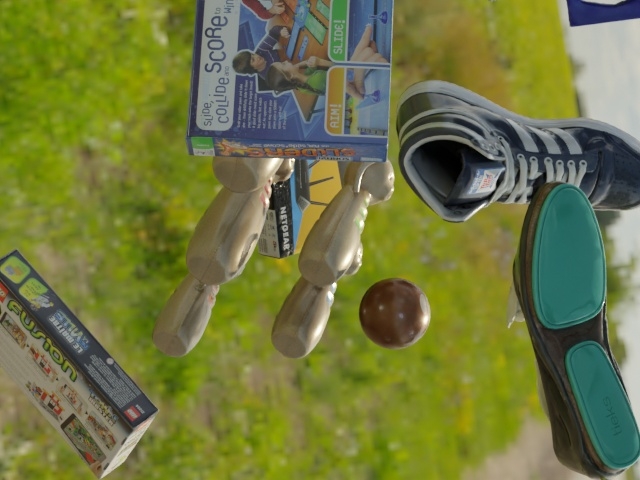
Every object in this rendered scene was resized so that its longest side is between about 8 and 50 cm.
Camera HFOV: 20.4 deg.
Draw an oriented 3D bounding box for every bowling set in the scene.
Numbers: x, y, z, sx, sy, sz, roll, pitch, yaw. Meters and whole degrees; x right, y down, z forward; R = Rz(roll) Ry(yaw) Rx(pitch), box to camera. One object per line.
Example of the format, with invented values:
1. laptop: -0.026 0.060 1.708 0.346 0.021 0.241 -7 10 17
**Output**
1. bowling set: 0.000 0.000 1.375 0.154 0.200 0.287 -63 -179 -41

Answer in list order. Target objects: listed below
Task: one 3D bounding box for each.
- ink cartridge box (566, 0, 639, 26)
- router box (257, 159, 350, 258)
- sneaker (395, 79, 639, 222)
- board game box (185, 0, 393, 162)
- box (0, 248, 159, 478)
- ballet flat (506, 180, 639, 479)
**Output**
1. ink cartridge box: 0.279 -0.395 1.759 0.395 0.270 0.151 76 12 -46
2. router box: -0.021 -0.081 2.138 0.133 0.046 0.179 -19 111 -38
3. sneaker: 0.206 -0.068 1.781 0.153 0.282 0.099 -75 -178 -63
4. board game box: -0.018 -0.154 1.214 0.035 0.136 0.201 88 5 -71
5. box: -0.248 0.118 1.683 0.207 0.036 0.114 48 -39 8
6. ballet flat: 0.221 0.087 1.658 0.096 0.095 0.280 -15 -95 60
